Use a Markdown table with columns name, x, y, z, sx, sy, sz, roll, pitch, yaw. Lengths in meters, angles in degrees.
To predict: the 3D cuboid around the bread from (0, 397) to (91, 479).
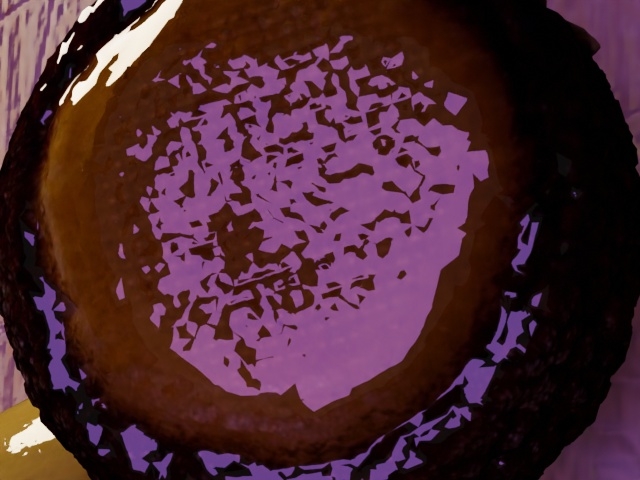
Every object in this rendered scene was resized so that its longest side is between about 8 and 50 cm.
| name | x | y | z | sx | sy | sz | roll | pitch | yaw |
| --- | --- | --- | --- | --- | --- | --- | --- | --- | --- |
| bread | -0.138 | 0.151 | 0.552 | 0.217 | 0.098 | 0.147 | -34 | 65 | 14 |

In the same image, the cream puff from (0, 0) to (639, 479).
| name | x | y | z | sx | sy | sz | roll | pitch | yaw |
| --- | --- | --- | --- | --- | --- | --- | --- | --- | --- |
| cream puff | 0.000 | 0.000 | 0.474 | 0.239 | 0.165 | 0.239 | -3 | 78 | 17 |
